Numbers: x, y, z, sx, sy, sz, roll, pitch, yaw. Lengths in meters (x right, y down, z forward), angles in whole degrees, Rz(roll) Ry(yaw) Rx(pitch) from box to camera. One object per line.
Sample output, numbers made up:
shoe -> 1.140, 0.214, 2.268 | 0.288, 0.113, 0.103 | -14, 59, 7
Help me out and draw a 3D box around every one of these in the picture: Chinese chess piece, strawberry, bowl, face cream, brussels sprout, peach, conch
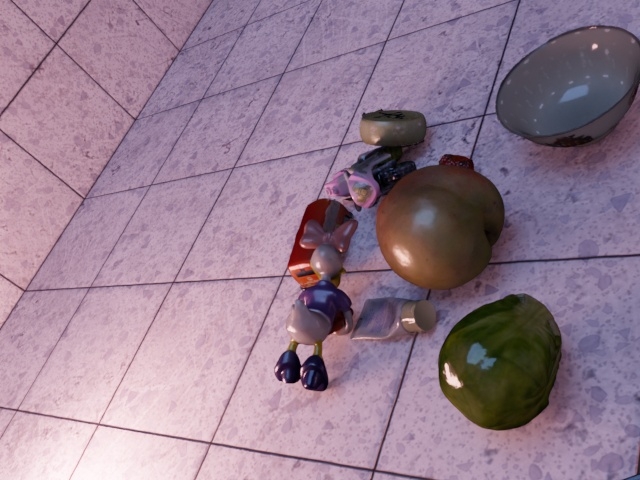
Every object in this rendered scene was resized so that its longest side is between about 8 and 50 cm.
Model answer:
Chinese chess piece -> 0.204, -0.319, 1.973 | 0.189, 0.083, 0.188 | -3, 20, 1
strawberry -> 0.341, -0.181, 1.774 | 0.097, 0.083, 0.083 | -5, 50, 41
bowl -> 0.588, -0.318, 1.610 | 0.337, 0.157, 0.337 | -26, 40, 24
face cream -> 0.162, 0.177, 1.615 | 0.224, 0.070, 0.114 | -14, 43, 52
brussels sprout -> 0.335, 0.214, 1.279 | 0.210, 0.219, 0.271 | 27, 54, 35
peach -> 0.258, -0.035, 1.562 | 0.293, 0.247, 0.292 | -9, 64, 19
conch -> 0.192, -0.230, 1.994 | 0.089, 0.074, 0.121 | 138, 144, -67

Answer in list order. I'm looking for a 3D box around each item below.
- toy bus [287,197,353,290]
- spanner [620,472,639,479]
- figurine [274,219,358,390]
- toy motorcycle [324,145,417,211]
toy bus -> 0.000, 0.000, 1.881 | 0.121, 0.120, 0.265 | -14, 45, 36
spanner -> 0.501, 0.386, 1.109 | 0.209, 0.012, 0.046 | -30, 39, 18
figurine -> -0.010, 0.149, 1.663 | 0.154, 0.193, 0.420 | 1, 56, 27
toy motorcycle -> 0.110, -0.158, 1.892 | 0.188, 0.143, 0.327 | -32, 16, -25
